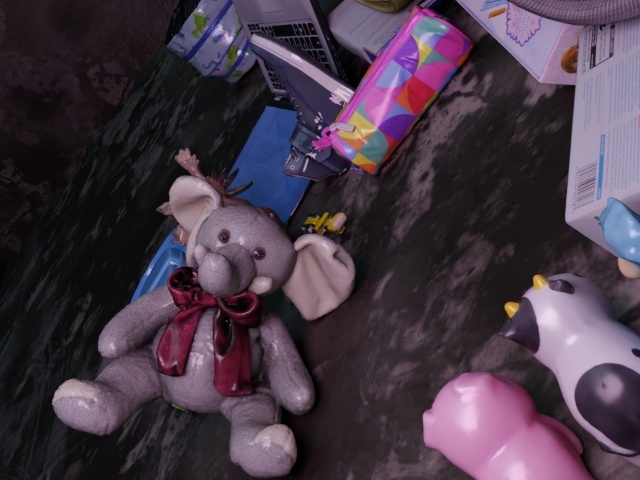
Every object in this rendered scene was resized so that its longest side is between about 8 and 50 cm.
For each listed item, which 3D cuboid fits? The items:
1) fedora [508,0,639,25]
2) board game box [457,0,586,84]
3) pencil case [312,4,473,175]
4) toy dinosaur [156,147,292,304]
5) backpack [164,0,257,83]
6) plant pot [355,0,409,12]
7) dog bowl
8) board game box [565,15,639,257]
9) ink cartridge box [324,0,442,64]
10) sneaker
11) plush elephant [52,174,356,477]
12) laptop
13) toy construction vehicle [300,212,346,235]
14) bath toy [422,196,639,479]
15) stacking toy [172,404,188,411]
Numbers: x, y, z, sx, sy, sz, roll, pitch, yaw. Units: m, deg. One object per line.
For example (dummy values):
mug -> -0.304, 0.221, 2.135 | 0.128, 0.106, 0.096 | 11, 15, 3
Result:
fedora -> 0.221, -0.311, 0.688 | 0.275, 0.124, 0.243 | 48, 137, 20
board game box -> 0.232, -0.377, 0.878 | 0.318, 0.066, 0.318 | -117, 35, -44
pencil case -> 0.097, -0.196, 1.124 | 0.236, 0.104, 0.104 | -53, 25, 12
toy dinosaur -> -0.121, -0.025, 1.254 | 0.127, 0.296, 0.200 | -59, -17, 7
backpack -> -0.198, -0.528, 1.906 | 0.290, 0.273, 0.355 | -24, 21, 48
plant pot -> 0.116, -0.466, 1.131 | 0.293, 0.275, 0.275 | -62, 25, 1
dog bowl -> -0.222, 0.084, 1.275 | 0.165, 0.074, 0.297 | -58, 17, 7
board game box -> 0.333, -0.132, 0.617 | 0.303, 0.098, 0.224 | -29, 39, 49
ink cartridge box -> 0.128, -0.355, 1.240 | 0.223, 0.045, 0.224 | -42, 32, 3
sneaker -> -0.038, -0.185, 1.232 | 0.163, 0.226, 0.086 | -55, -3, 16
plush elephant -> -0.111, 0.076, 1.004 | 0.330, 0.272, 0.255 | -58, -17, -66
laptop -> -0.127, -0.243, 1.444 | 0.236, 0.407, 0.382 | -29, 21, -15
toy construction vehicle -> 0.000, 0.000, 1.170 | 0.098, 0.035, 0.085 | -10, 42, 55
bath toy -> 0.145, 0.137, 0.628 | 0.348, 0.129, 0.151 | -52, 26, 16
stacking toy -> -0.220, 0.171, 1.357 | 0.166, 0.052, 0.221 | -63, 26, -9
